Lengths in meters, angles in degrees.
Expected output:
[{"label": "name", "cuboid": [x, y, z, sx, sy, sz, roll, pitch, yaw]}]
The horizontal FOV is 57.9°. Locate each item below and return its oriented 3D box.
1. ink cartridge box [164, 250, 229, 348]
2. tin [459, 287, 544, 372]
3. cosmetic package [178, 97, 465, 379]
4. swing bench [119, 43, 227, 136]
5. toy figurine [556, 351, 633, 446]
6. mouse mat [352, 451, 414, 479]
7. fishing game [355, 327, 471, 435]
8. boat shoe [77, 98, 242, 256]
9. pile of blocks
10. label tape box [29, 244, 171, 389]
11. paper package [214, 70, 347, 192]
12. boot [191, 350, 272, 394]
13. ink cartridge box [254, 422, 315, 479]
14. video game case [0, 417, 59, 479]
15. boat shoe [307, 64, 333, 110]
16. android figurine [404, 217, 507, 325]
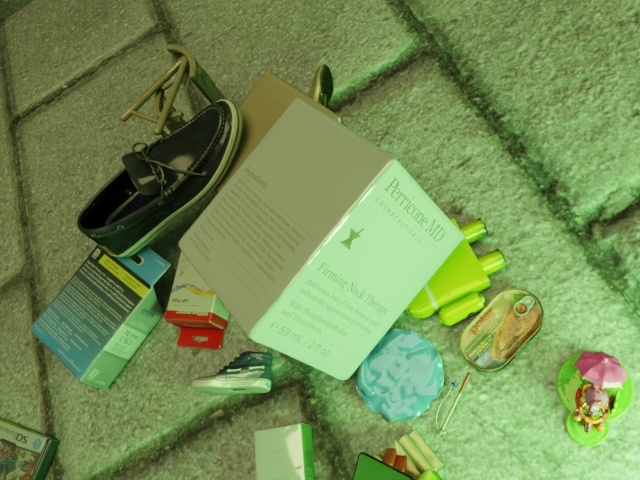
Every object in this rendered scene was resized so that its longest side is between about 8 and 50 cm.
[{"label": "ink cartridge box", "cuboid": [-0.293, 0.142, 1.422, 0.134, 0.078, 0.231, -1, 66, 22]}, {"label": "tin", "cuboid": [0.362, 0.180, 1.158, 0.189, 0.040, 0.106, -45, 62, -3]}, {"label": "cosmetic package", "cuboid": [0.000, 0.000, 1.172, 0.394, 0.329, 0.327, -51, 47, 3]}, {"label": "swing bench", "cuboid": [-0.357, -0.345, 1.580, 0.165, 0.253, 0.255, 24, 77, 30]}, {"label": "toy figurine", "cuboid": [0.472, 0.260, 1.001, 0.130, 0.159, 0.173, 12, 72, 27]}, {"label": "mouse mat", "cuboid": [0.097, 0.495, 1.038, 0.152, 0.007, 0.190, 4, 78, 54]}, {"label": "fishing game", "cuboid": [0.163, 0.278, 1.193, 0.264, 0.041, 0.189, 24, 84, 25]}, {"label": "boat shoe", "cuboid": [-0.386, -0.154, 1.391, 0.500, 0.156, 0.187, -40, 55, 12]}, {"label": "pile of blocks", "cuboid": [0.187, 0.519, 1.022, 0.148, 0.113, 0.362, -20, 60, 13]}, {"label": "label tape box", "cuboid": [-0.543, 0.165, 1.497, 0.249, 0.115, 0.348, 30, 76, 30]}, {"label": "paper package", "cuboid": [-0.101, -0.199, 1.428, 0.309, 0.168, 0.325, 40, 95, 32]}, {"label": "boot", "cuboid": [-0.198, 0.301, 1.321, 0.189, 0.069, 0.086, -3, 57, 12]}, {"label": "ink cartridge box", "cuboid": [-0.070, 0.487, 1.173, 0.108, 0.062, 0.209, -14, 62, 16]}, {"label": "video game case", "cuboid": [-0.800, 0.600, 1.437, 0.248, 0.035, 0.275, 8, 69, 25]}, {"label": "boat shoe", "cuboid": [-0.013, -0.392, 1.574, 0.072, 0.068, 0.190, -7, 63, 32]}, {"label": "android figurine", "cuboid": [0.250, 0.063, 1.249, 0.272, 0.056, 0.248, -29, 59, 7]}]
